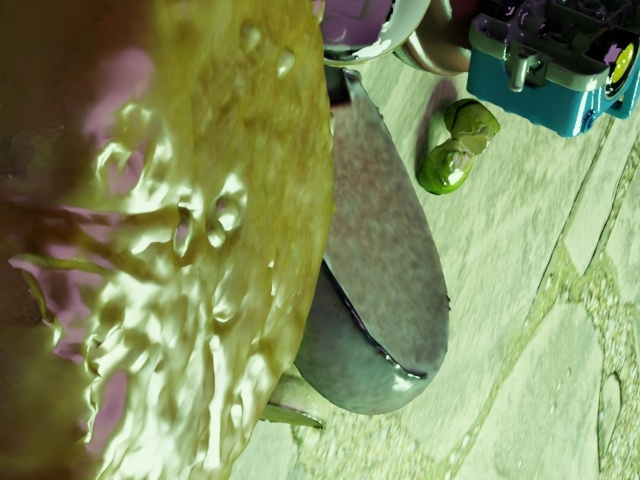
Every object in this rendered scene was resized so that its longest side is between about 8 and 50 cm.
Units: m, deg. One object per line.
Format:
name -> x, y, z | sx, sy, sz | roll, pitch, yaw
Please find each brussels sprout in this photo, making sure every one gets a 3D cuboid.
brussels sprout -> 0.113, -0.074, 1.041 | 0.083, 0.046, 0.051 | -65, -174, -13

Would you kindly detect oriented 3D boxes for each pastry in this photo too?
pastry -> -0.118, -0.013, 0.611 | 0.284, 0.184, 0.316 | -12, 113, -65

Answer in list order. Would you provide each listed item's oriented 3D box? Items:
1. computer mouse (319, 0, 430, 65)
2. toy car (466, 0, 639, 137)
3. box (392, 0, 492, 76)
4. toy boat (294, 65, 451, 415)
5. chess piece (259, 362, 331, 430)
computer mouse -> 0.020, -0.252, 0.737 | 0.072, 0.158, 0.310 | 103, 5, -87
toy car -> 0.177, -0.131, 0.888 | 0.191, 0.097, 0.100 | -40, 147, -39
box -> 0.139, -0.312, 0.928 | 0.404, 0.108, 0.263 | -56, 144, -24
toy boat -> 0.000, 0.000, 0.802 | 0.155, 0.085, 0.227 | -10, 78, -59
chess piece -> -0.019, 0.020, 0.874 | 0.090, 0.090, 0.200 | 37, 61, -54
